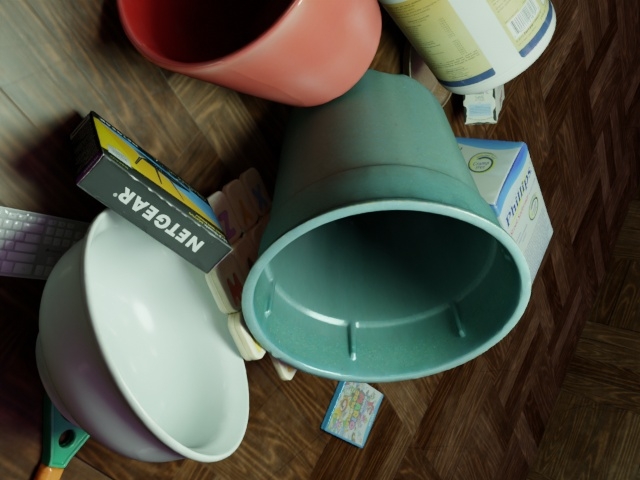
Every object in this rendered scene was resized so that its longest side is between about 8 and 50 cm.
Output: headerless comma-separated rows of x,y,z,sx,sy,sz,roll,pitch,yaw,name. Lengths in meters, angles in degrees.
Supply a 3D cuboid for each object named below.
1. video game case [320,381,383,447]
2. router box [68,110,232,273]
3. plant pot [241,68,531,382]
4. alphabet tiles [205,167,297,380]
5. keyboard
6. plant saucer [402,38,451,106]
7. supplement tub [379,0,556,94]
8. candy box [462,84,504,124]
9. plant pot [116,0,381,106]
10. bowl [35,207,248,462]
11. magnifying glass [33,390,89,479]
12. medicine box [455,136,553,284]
0.066,0.339,1.306,0.166,0.015,0.119,44,65,-50,video game case
-0.188,-0.053,0.724,0.046,0.133,0.179,-45,127,7,router box
0.073,-0.038,0.895,0.334,0.341,0.341,-92,160,-45,plant pot
-0.069,0.042,0.930,0.277,0.021,0.284,68,24,-15,alphabet tiles
-0.332,0.001,0.679,0.256,0.014,0.072,14,89,-53,keyboard
0.212,-0.352,1.285,0.199,0.036,0.198,-19,114,-50,plant saucer
0.221,-0.424,1.083,0.316,0.228,0.228,43,65,-33,supplement tub
0.342,-0.383,1.389,0.159,0.071,0.233,-57,141,-52,candy box
-0.060,-0.288,0.778,0.243,0.275,0.274,18,85,-64,plant pot
-0.208,0.120,0.720,0.297,0.134,0.298,60,12,-21,bowl
-0.306,0.242,0.774,0.092,0.026,0.230,35,72,-52,magnifying glass
0.271,-0.056,1.255,0.289,0.264,0.149,51,59,-47,medicine box
